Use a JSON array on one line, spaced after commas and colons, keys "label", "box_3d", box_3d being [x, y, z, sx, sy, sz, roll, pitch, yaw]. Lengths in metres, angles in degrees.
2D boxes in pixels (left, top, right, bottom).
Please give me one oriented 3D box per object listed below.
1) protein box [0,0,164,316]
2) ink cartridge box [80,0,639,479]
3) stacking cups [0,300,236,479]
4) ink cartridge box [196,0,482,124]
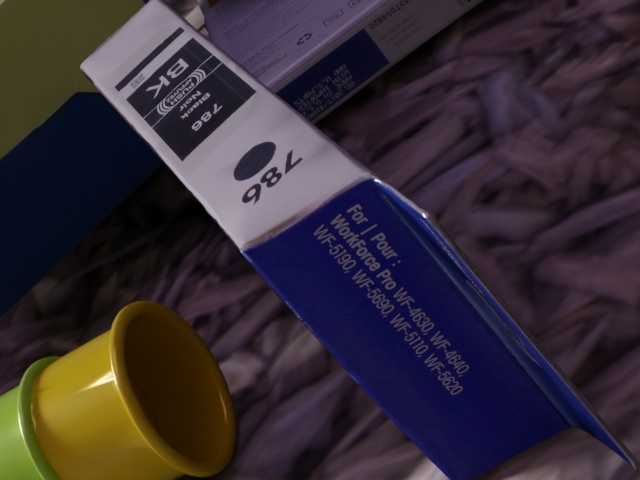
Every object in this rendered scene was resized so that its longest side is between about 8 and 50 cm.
[{"label": "protein box", "box_3d": [-0.186, -0.079, 0.997, 0.200, 0.136, 0.201, -44, 16, -4]}, {"label": "ink cartridge box", "box_3d": [0.000, 0.000, 0.714, 0.065, 0.165, 0.333, -43, 30, -3]}, {"label": "stacking cups", "box_3d": [-0.199, 0.136, 0.824, 0.316, 0.096, 0.096, -27, 34, 22]}, {"label": "ink cartridge box", "box_3d": [0.027, -0.177, 1.018, 0.223, 0.045, 0.224, -36, 30, 8]}]
